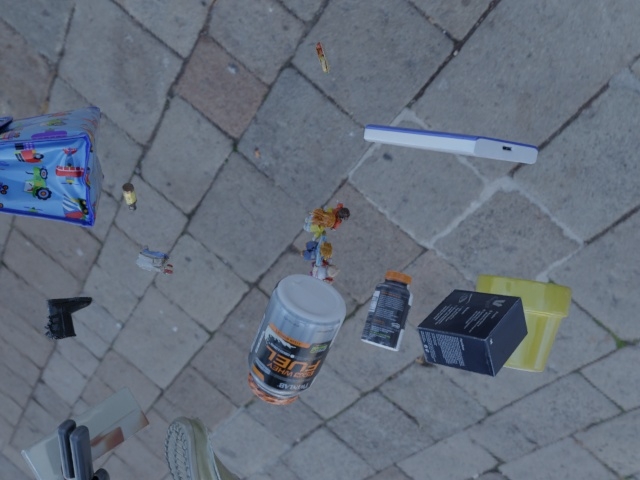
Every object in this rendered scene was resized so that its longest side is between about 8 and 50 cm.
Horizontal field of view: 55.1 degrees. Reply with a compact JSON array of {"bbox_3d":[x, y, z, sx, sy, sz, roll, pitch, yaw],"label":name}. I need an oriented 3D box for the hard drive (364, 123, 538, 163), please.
[{"bbox_3d":[0.278,-0.214,1.347,0.318,0.210,0.040,20,105,50],"label":"hard drive"}]

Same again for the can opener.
[{"bbox_3d":[-0.560,0.530,1.463,0.075,0.095,0.284,18,121,19],"label":"can opener"}]

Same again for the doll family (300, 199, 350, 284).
[{"bbox_3d":[0.000,0.000,1.771,0.118,0.263,0.163,13,173,-24],"label":"doll family"}]

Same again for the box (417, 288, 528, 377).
[{"bbox_3d":[0.307,0.181,1.239,0.158,0.156,0.093,4,120,44],"label":"box"}]

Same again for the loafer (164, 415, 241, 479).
[{"bbox_3d":[-0.173,0.386,0.969,0.101,0.092,0.269,17,121,50],"label":"loafer"}]

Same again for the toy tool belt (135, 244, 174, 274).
[{"bbox_3d":[-0.348,0.038,1.308,0.083,0.051,0.052,11,160,9],"label":"toy tool belt"}]

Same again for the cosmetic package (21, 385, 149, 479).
[{"bbox_3d":[-0.634,0.535,1.662,0.129,0.296,0.153,59,148,2],"label":"cosmetic package"}]

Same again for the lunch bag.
[{"bbox_3d":[-0.477,-0.115,0.893,0.292,0.221,0.138,-1,112,-16],"label":"lunch bag"}]

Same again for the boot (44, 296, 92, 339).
[{"bbox_3d":[-0.632,0.195,1.546,0.045,0.121,0.099,-23,74,48],"label":"boot"}]

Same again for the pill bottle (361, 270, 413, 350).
[{"bbox_3d":[0.225,0.224,1.994,0.130,0.246,0.130,17,172,3],"label":"pill bottle"}]

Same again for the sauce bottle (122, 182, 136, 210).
[{"bbox_3d":[-0.651,-0.146,2.103,0.042,0.042,0.128,26,148,10],"label":"sauce bottle"}]

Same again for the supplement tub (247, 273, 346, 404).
[{"bbox_3d":[-0.072,0.261,1.585,0.193,0.193,0.316,27,120,9],"label":"supplement tub"}]

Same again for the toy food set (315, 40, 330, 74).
[{"bbox_3d":[0.006,-0.462,1.556,0.020,0.082,0.084,-17,92,2],"label":"toy food set"}]

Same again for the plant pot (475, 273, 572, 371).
[{"bbox_3d":[0.547,0.228,1.699,0.253,0.254,0.239,8,87,24],"label":"plant pot"}]
